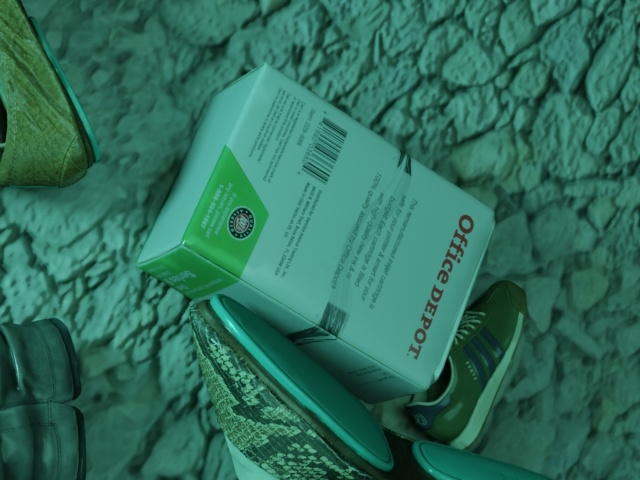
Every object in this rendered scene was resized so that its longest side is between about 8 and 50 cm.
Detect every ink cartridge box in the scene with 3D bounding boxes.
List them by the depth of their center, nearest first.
[{"bbox_3d":[0.000,0.000,1.857,0.289,0.121,0.211,32,64,-19],"label":"ink cartridge box"}]

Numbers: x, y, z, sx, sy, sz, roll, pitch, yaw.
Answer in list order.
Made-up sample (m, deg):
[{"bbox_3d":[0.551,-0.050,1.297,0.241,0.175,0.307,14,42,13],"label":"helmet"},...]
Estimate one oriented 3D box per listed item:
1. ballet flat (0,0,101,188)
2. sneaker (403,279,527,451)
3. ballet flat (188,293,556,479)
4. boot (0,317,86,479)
[{"bbox_3d":[-0.313,-0.202,1.757,0.124,0.116,0.342,-20,91,-13],"label":"ballet flat"},{"bbox_3d":[0.143,0.112,1.942,0.086,0.064,0.192,32,66,-24],"label":"sneaker"},{"bbox_3d":[0.046,0.236,1.807,0.482,0.164,0.182,30,103,-20],"label":"ballet flat"},{"bbox_3d":[-0.303,0.221,1.638,0.222,0.118,0.338,10,77,-33],"label":"boot"}]
